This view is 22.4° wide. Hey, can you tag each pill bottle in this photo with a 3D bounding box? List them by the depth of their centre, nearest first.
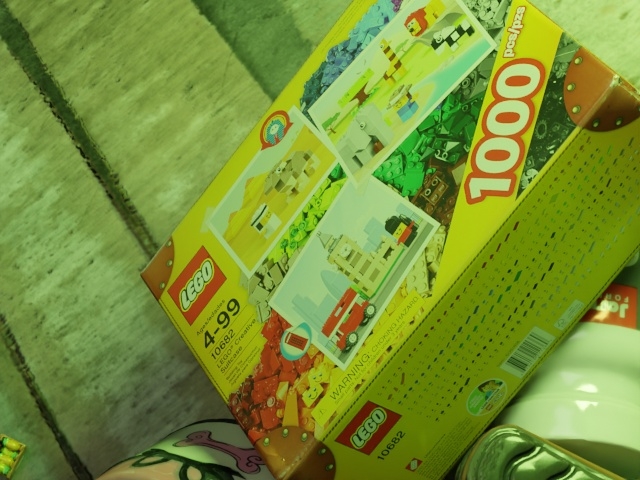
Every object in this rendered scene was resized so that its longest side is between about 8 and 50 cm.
[{"bbox_3d":[0.281,0.064,1.737,0.210,0.210,0.363,-4,65,22],"label":"pill bottle"}]

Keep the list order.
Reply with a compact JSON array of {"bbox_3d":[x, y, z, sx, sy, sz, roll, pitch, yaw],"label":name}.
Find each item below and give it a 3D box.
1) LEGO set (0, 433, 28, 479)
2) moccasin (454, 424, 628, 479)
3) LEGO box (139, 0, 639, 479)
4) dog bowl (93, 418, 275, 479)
[{"bbox_3d":[-0.482,0.353,1.997,0.287,0.107,0.132,-37,57,4],"label":"LEGO set"},{"bbox_3d":[0.301,0.322,1.589,0.380,0.147,0.139,24,68,7],"label":"moccasin"},{"bbox_3d":[0.092,-0.023,1.666,0.500,0.193,0.372,-52,44,11],"label":"LEGO box"},{"bbox_3d":[-0.133,0.398,1.688,0.408,0.150,0.408,3,95,42],"label":"dog bowl"}]
